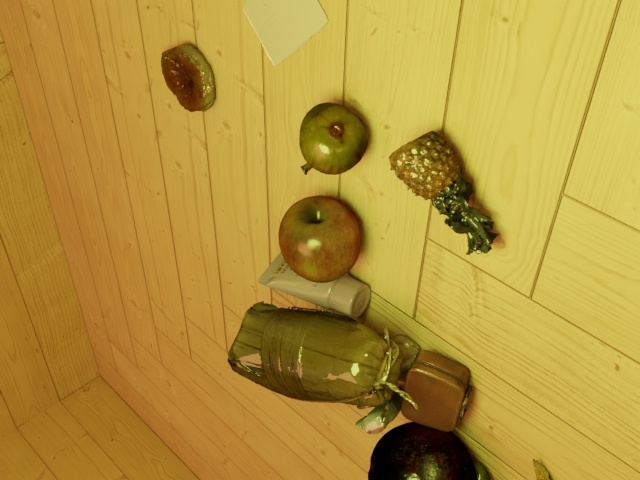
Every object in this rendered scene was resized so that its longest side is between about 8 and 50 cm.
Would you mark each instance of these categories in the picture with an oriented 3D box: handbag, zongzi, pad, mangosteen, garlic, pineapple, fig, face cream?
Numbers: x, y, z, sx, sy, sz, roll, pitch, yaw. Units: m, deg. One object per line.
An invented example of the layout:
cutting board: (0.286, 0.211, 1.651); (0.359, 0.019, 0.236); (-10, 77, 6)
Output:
handbag: (0.265, 0.349, 1.616); (0.151, 0.072, 0.193); (19, 132, 14)
zongzi: (0.093, 0.318, 1.752); (0.500, 0.218, 0.467); (6, 165, 35)
pad: (-0.079, -0.471, 1.473); (0.232, 0.004, 0.156); (-21, 100, 56)
mangosteen: (0.256, 0.578, 1.685); (0.300, 0.300, 0.300); (32, 139, 33)
garlic: (0.192, 0.281, 1.684); (0.094, 0.074, 0.113); (-8, 95, 65)
pineapple: (0.233, -0.080, 1.301); (0.251, 0.125, 0.125); (53, 147, -4)
fig: (0.027, -0.196, 1.464); (0.142, 0.148, 0.186); (29, 178, 15)
face cream: (-0.010, 0.098, 1.751); (0.274, 0.154, 0.096); (24, 156, 30)

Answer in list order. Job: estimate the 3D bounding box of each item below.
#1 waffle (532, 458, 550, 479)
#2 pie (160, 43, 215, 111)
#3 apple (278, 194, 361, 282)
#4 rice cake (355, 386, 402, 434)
waffle: (0.524, 0.562, 1.523); (0.125, 0.032, 0.191); (17, 131, 47)
pie: (-0.338, -0.413, 1.817); (0.195, 0.046, 0.195); (32, 141, 32)
apple: (0.000, 0.000, 1.594); (0.188, 0.188, 0.173); (32, 146, 33)
rice cake: (0.149, 0.407, 1.691); (0.081, 0.290, 0.051); (-17, 87, 15)
